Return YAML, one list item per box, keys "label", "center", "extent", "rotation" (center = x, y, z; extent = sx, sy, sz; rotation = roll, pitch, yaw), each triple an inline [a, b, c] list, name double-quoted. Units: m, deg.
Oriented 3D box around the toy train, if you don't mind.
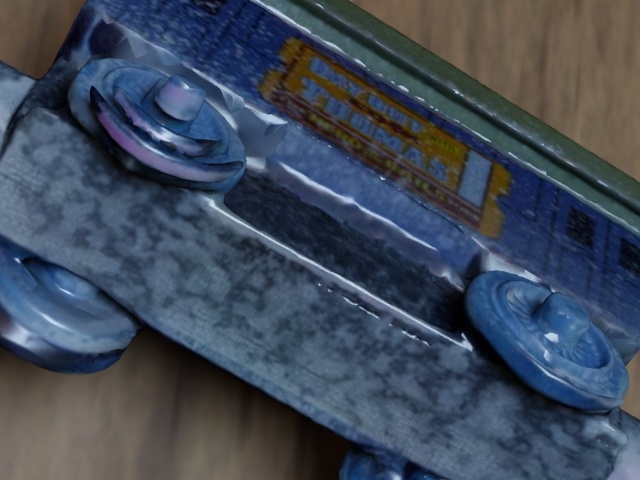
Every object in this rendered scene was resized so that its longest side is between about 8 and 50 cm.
- label: "toy train"
  center: [0.000, 0.000, 0.698]
  extent: [0.299, 0.131, 0.202]
  rotation: [32, 28, -6]
